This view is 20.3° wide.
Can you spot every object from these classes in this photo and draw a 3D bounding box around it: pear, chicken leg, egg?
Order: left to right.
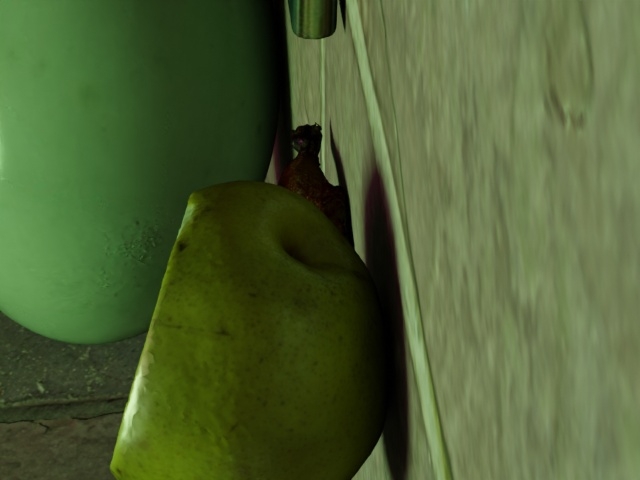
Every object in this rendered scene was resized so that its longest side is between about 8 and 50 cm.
[{"bbox_3d":[-0.166,-0.120,1.274,0.276,0.276,0.389,-166,76,-86],"label":"egg"},{"bbox_3d":[-0.022,0.050,0.713,0.141,0.104,0.141,-160,90,-84],"label":"pear"},{"bbox_3d":[-0.001,-0.002,0.854,0.062,0.037,0.145,65,-165,-62],"label":"chicken leg"}]

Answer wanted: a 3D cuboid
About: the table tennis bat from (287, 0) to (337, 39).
[{"bbox_3d":[0.001,-0.192,0.702,0.274,0.021,0.154,93,174,-47],"label":"table tennis bat"}]
